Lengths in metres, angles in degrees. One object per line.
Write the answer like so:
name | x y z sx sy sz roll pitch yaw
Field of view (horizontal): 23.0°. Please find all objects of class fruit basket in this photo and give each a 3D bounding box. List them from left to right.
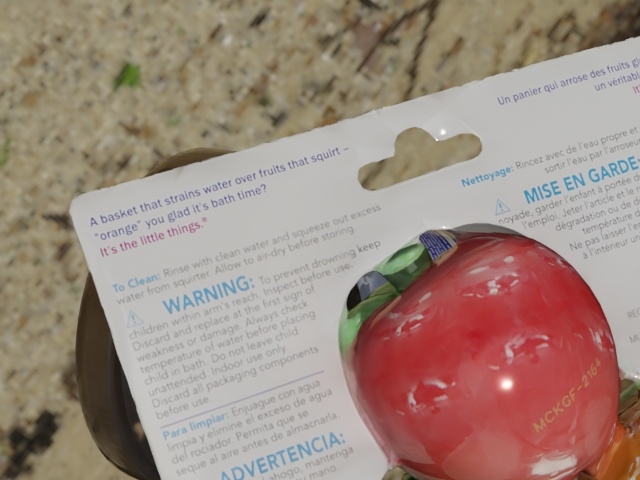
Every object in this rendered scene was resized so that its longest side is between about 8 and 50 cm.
fruit basket | 0.095 0.105 0.687 0.327 0.353 0.165 -18 168 -20

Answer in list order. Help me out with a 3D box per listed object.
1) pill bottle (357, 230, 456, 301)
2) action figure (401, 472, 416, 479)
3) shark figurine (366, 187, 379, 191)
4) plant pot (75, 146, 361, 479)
pill bottle | 0.025 0.047 1.365 0.153 0.153 0.265 -55 149 15
action figure | 0.060 0.196 0.960 0.137 0.063 0.232 -46 -161 38
shark figurine | 0.026 -0.002 1.686 0.166 0.278 0.116 -69 180 -49
plant pot | -0.048 0.061 1.062 0.237 0.110 0.237 -23 119 -52
